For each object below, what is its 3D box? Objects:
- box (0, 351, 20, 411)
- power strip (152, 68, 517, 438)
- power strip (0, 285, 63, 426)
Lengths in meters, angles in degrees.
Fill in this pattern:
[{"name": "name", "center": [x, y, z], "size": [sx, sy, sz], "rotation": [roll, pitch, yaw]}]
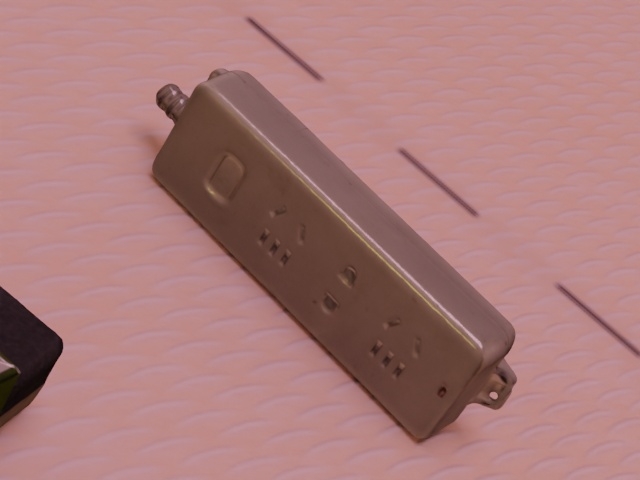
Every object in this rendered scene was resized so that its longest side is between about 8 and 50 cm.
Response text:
[{"name": "box", "center": [-0.290, 0.088, 0.924], "size": [0.177, 0.148, 0.195], "rotation": [40, 34, 15]}, {"name": "power strip", "center": [0.000, 0.000, 1.331], "size": [0.338, 0.098, 0.058], "rotation": [44, 37, 15]}, {"name": "power strip", "center": [-0.276, 0.018, 1.098], "size": [0.256, 0.070, 0.105], "rotation": [41, 31, 7]}]
